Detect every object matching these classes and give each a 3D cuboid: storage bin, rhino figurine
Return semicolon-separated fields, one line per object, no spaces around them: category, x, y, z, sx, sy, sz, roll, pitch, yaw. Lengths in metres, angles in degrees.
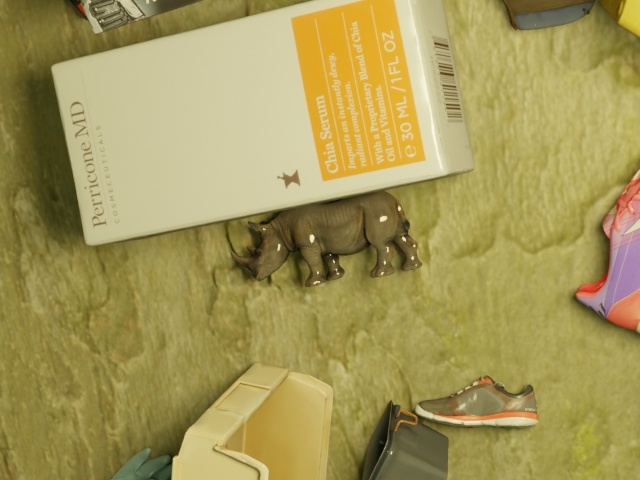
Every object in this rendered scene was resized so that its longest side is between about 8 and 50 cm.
storage bin;-0.085;0.320;1.838;0.123;0.262;0.260;10;108;15
rhino figurine;0.000;0.000;1.822;0.243;0.073;0.106;-8;94;20
storage bin;0.113;0.270;1.843;0.091;0.135;0.098;23;111;-4

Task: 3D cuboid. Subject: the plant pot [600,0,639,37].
plant pot;0.409;-0.283;1.527;0.187;0.212;0.212;13;109;-3

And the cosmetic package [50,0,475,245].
cosmetic package;-0.068;-0.146;1.734;0.453;0.161;0.230;-12;91;19

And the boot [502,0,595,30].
boot;0.302;-0.310;1.662;0.219;0.082;0.106;-10;129;8

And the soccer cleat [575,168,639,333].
soccer cleat;0.391;-0.043;1.684;0.116;0.108;0.318;21;113;14

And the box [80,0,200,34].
box;-0.106;-0.325;1.632;0.242;0.307;0.077;-14;105;20

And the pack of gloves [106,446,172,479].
pack of gloves;-0.249;0.407;2.038;0.232;0.046;0.195;-34;83;19

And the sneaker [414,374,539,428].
sneaker;0.198;0.202;1.843;0.157;0.061;0.065;0;79;15

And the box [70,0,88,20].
box;-0.301;-0.357;1.829;0.094;0.027;0.137;-39;92;23
